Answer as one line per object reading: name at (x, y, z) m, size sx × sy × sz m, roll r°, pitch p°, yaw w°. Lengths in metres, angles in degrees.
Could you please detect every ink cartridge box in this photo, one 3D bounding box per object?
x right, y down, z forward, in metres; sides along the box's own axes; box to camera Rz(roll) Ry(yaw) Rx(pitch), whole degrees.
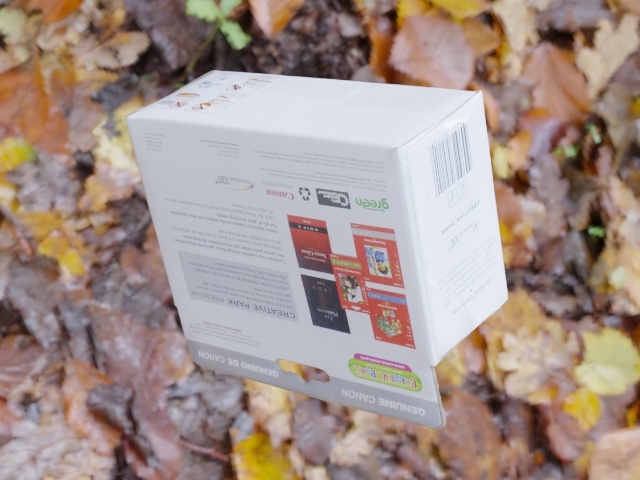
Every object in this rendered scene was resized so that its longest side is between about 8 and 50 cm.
ink cartridge box at (0.000, 0.000, 1.133) m, size 0.130 × 0.309 × 0.272 m, roll -36°, pitch 126°, yaw -42°
